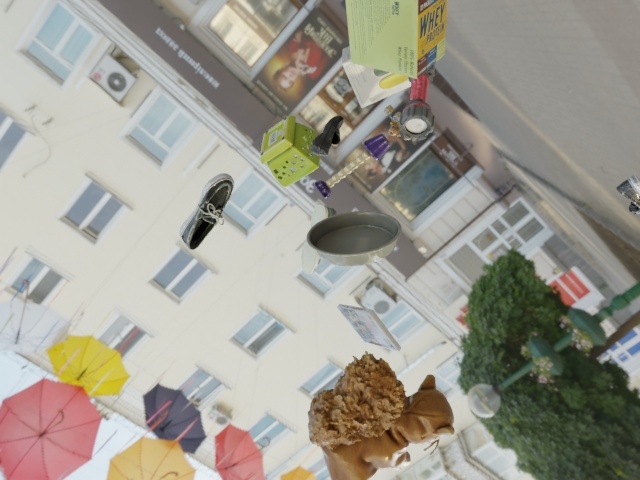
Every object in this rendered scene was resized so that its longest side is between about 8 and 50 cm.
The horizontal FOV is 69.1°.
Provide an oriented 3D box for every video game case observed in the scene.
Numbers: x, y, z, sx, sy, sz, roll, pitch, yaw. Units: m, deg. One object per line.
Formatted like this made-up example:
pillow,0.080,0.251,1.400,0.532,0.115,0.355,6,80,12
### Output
video game case,0.171,0.308,1.653,0.183,0.023,0.201,0,133,54

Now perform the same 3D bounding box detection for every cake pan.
cake pan,0.104,-0.007,1.434,0.293,0.293,0.054,-97,-2,-63

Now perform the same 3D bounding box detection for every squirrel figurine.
squirrel figurine,0.176,0.503,1.298,0.281,0.370,0.397,-94,-21,-52

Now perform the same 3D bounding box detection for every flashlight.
flashlight,0.301,-0.445,1.406,0.103,0.103,0.304,40,-130,-38

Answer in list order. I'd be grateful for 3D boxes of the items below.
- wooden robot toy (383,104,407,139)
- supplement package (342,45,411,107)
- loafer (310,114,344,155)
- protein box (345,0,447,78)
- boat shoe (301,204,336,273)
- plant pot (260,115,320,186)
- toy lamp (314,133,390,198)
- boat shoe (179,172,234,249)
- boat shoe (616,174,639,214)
wooden robot toy,0.310,-0.466,1.907,0.076,0.079,0.173,3,135,51
supplement package,0.244,-0.700,1.848,0.199,0.262,0.198,59,-160,-32
loafer,0.041,-0.385,1.724,0.078,0.076,0.223,25,-127,9
protein box,0.185,-0.535,1.132,0.201,0.136,0.200,27,148,31
boat shoe,0.000,0.000,2.072,0.099,0.319,0.116,2,-164,-45
plant pot,-0.147,-0.421,2.150,0.207,0.227,0.228,36,-138,-37
toy lamp,0.106,-0.245,1.519,0.080,0.274,0.080,46,-163,-19
boat shoe,-0.406,-0.101,1.695,0.113,0.306,0.105,33,-169,-45
boat shoe,1.011,-0.117,1.465,0.228,0.076,0.080,32,-139,-28
